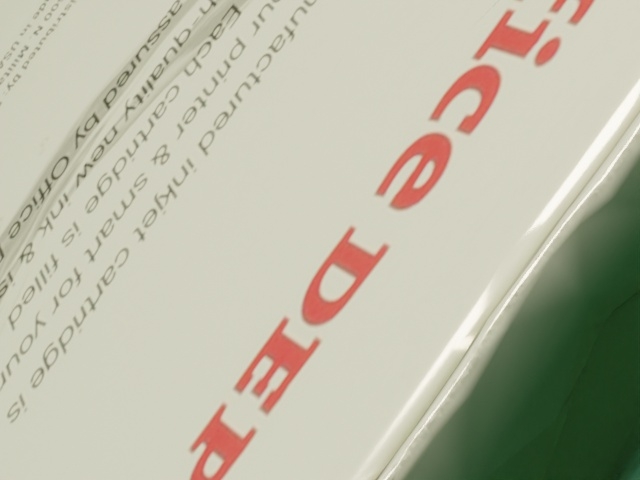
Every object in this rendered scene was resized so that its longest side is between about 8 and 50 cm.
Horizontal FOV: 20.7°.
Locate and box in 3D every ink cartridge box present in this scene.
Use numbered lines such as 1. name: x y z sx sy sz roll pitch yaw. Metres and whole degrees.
1. ink cartridge box: 0.000 0.000 0.515 0.285 0.166 0.395 -54 31 -4
